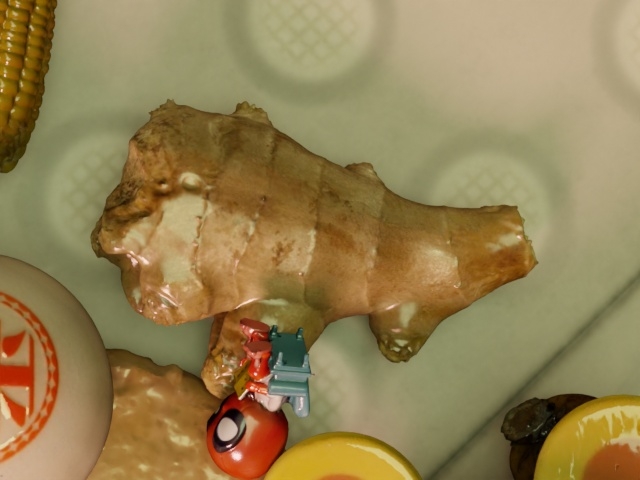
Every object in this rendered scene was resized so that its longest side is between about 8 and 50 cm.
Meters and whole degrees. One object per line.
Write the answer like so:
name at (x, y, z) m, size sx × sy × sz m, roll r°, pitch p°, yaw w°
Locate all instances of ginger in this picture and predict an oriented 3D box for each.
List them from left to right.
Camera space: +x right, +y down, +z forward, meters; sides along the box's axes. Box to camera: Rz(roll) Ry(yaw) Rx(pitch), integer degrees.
ginger at (-0.004, 0.022, 1.627) m, size 0.375 × 0.166 × 0.236 m, roll 17°, pitch 61°, yaw -1°

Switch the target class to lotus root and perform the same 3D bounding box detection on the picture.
lotus root at (0.252, 0.209, 1.693) m, size 0.209 × 0.120 × 0.120 m, roll 35°, pitch 83°, yaw -8°

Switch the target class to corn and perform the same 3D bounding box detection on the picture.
corn at (-0.276, -0.224, 1.619) m, size 0.120 × 0.120 × 0.363 m, roll 9°, pitch 82°, yaw -9°

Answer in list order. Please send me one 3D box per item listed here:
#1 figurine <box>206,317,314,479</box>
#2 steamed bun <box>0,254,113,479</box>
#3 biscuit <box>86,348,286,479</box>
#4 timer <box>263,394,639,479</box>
figurine at (-0.049, 0.136, 1.578) m, size 0.075 × 0.068 × 0.140 m, roll 9°, pitch 117°, yaw -17°
steamed bun at (-0.276, 0.120, 1.502) m, size 0.232 × 0.145 × 0.232 m, roll 1°, pitch 82°, yaw -9°
biscuit at (-0.192, 0.318, 1.618) m, size 0.429 × 0.104 × 0.446 m, roll 21°, pitch 85°, yaw -8°
timer at (0.145, 0.328, 1.547) m, size 0.376 × 0.376 × 0.387 m, roll -8°, pitch 96°, yaw -10°
